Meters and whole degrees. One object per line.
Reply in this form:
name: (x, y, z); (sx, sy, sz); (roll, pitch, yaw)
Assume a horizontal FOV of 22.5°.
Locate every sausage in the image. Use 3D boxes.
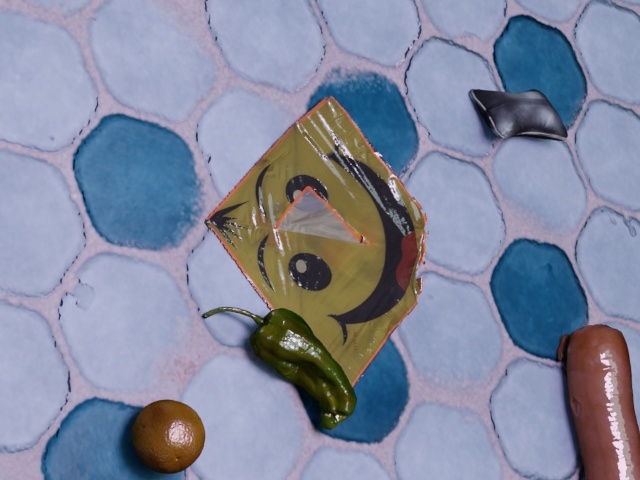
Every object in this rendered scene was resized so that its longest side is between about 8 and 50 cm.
sausage: (0.387, 0.317, 2.097); (0.094, 0.094, 0.419); (-7, 79, -8)

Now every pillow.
pillow: (0.271, -0.172, 2.182); (0.135, 0.055, 0.091); (2, 73, -39)

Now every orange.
orange: (-0.163, 0.208, 1.723); (0.085, 0.085, 0.085); (12, 69, -34)

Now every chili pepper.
chili pepper: (-0.031, 0.126, 1.848); (0.204, 0.072, 0.073); (48, 55, -16)

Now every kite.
kite: (0.001, -0.001, 1.951); (0.327, 0.013, 0.378); (11, 72, -34)
